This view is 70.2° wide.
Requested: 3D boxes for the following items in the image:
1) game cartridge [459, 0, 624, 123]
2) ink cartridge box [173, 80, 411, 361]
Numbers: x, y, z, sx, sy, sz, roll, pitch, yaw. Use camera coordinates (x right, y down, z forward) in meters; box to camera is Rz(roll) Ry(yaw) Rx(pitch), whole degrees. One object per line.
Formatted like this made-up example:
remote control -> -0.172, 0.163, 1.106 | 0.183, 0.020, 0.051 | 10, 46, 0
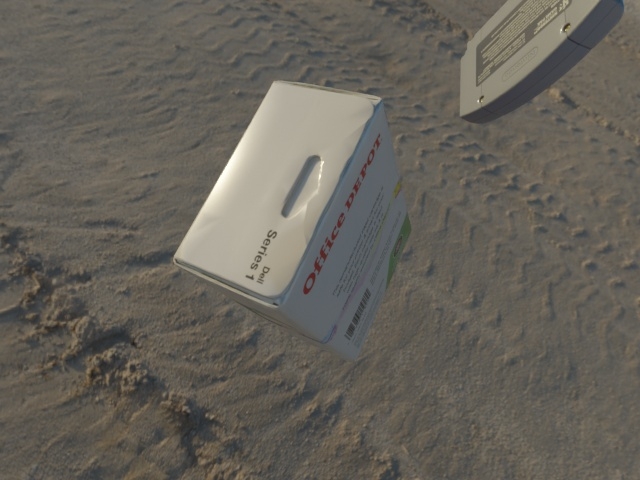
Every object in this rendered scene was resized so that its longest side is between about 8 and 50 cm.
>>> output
game cartridge -> 0.339, -0.327, 0.743 | 0.062, 0.297, 0.198 | 11, 69, -19
ink cartridge box -> 0.000, 0.000, 0.498 | 0.117, 0.278, 0.201 | 19, 74, 23
